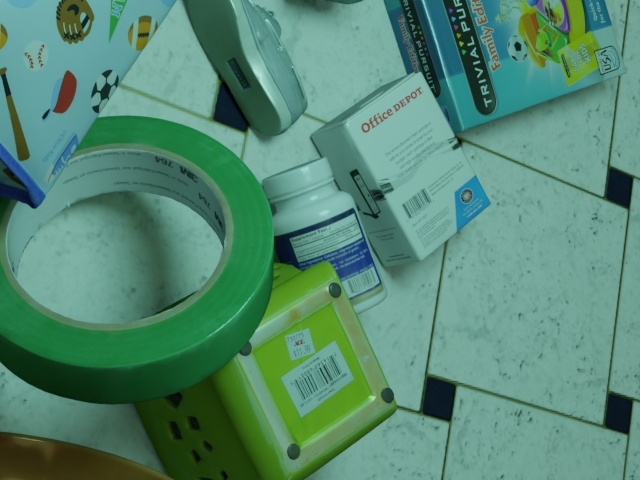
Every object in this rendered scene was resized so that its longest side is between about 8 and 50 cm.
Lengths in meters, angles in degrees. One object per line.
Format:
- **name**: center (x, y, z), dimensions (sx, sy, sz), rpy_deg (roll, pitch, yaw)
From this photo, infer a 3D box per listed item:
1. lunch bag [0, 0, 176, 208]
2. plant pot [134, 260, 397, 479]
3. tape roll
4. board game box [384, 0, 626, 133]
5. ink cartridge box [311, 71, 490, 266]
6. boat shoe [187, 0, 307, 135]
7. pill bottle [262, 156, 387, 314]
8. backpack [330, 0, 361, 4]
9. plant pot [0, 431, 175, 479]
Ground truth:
- **lunch bag**: center (-0.359, -0.280, 1.327), dimensions (0.328, 0.239, 0.385), rpy_deg (-63, 144, -24)
- **plant pot**: center (-0.060, 0.157, 1.534), dimensions (0.228, 0.207, 0.227), rpy_deg (-30, 100, -34)
- **tape roll**: center (-0.208, 0.014, 1.415), dimensions (0.321, 0.077, 0.321), rpy_deg (1, 54, -2)
- **board game box**: center (0.255, -0.306, 1.891), dimensions (0.336, 0.079, 0.254), rpy_deg (-21, 95, -35)
- **ink cartridge box**: center (0.104, -0.091, 1.753), dimensions (0.148, 0.086, 0.203), rpy_deg (-36, 103, -32)
- **boat shoe**: center (-0.085, -0.240, 1.659), dimensions (0.081, 0.079, 0.228), rpy_deg (-40, 111, -41)
- **pill bottle**: center (0.000, 0.000, 1.654), dimensions (0.112, 0.112, 0.187), rpy_deg (-24, 96, -34)
- **backpack**: center (0.012, -0.389, 1.684), dimensions (0.144, 0.166, 0.188), rpy_deg (-4, 82, -33)
- **plant pot**: center (-0.283, 0.323, 1.335), dimensions (0.290, 0.291, 0.204), rpy_deg (12, 94, -32)
